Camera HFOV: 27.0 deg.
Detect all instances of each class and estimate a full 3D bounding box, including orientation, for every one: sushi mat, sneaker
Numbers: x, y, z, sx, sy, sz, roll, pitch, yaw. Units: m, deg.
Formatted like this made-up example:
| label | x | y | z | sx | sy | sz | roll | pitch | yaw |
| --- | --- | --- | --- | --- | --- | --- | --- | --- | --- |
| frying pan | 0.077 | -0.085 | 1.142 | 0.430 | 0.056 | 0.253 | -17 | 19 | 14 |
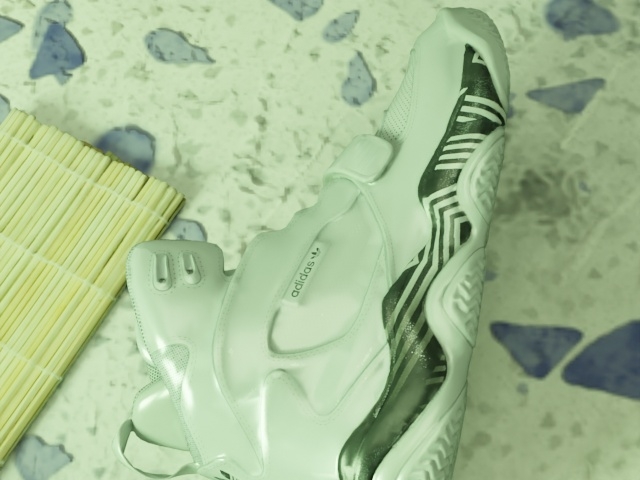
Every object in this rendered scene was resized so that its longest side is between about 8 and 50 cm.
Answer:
| label | x | y | z | sx | sy | sz | roll | pitch | yaw |
| --- | --- | --- | --- | --- | --- | --- | --- | --- | --- |
| sushi mat | -0.233 | 0.056 | 0.892 | 0.151 | 0.019 | 0.316 | 25 | 67 | 17 |
| sneaker | 0.000 | 0.000 | 0.835 | 0.210 | 0.137 | 0.366 | 9 | 66 | 6 |
